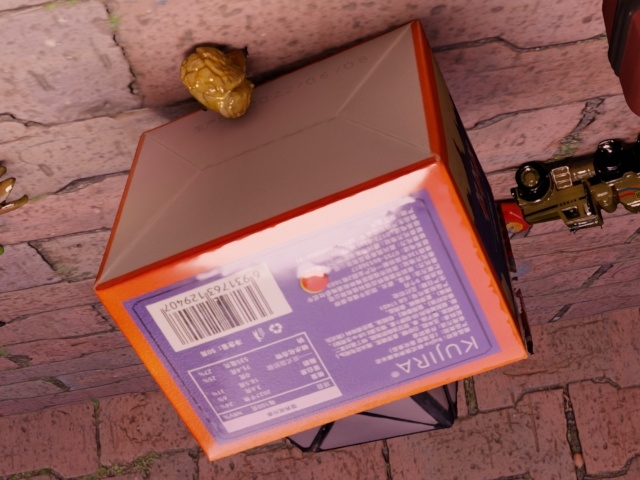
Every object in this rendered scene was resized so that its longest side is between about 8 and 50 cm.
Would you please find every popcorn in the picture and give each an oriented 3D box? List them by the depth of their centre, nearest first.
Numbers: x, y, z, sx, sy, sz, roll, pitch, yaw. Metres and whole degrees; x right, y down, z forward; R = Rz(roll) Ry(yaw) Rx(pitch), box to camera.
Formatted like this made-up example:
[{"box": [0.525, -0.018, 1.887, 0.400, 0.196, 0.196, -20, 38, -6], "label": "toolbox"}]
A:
[{"box": [-0.099, -0.171, 1.172, 0.084, 0.084, 0.084, -9, 166, -2], "label": "popcorn"}]

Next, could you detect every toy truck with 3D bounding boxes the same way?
[{"box": [0.435, -0.078, 1.777, 0.257, 0.127, 0.127, -11, 168, 20], "label": "toy truck"}]

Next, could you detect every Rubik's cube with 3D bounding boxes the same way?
[{"box": [0.029, 0.138, 1.840, 0.307, 0.305, 0.310, -15, 141, 27], "label": "Rubik's cube"}]

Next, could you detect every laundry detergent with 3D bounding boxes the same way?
[{"box": [0.290, -0.041, 1.974, 0.165, 0.049, 0.097, -2, 157, -24], "label": "laundry detergent"}]

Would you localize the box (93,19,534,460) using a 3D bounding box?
[{"box": [0.000, 0.000, 1.163, 0.349, 0.318, 0.256, -21, 119, 12], "label": "box"}]

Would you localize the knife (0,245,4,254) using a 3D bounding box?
[{"box": [-0.512, -0.006, 1.638, 0.054, 0.015, 0.212, -20, 164, 9], "label": "knife"}]

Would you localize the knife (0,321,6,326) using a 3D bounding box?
[{"box": [-0.699, 0.166, 2.194, 0.170, 0.010, 0.023, 0, 157, -28], "label": "knife"}]

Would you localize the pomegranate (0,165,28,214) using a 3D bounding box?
[{"box": [-0.469, 0.001, 1.341, 0.246, 0.198, 0.198, -13, 166, -2], "label": "pomegranate"}]

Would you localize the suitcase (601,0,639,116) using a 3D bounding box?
[{"box": [0.426, -0.234, 1.076, 0.297, 0.161, 0.236, -12, 165, 6], "label": "suitcase"}]
